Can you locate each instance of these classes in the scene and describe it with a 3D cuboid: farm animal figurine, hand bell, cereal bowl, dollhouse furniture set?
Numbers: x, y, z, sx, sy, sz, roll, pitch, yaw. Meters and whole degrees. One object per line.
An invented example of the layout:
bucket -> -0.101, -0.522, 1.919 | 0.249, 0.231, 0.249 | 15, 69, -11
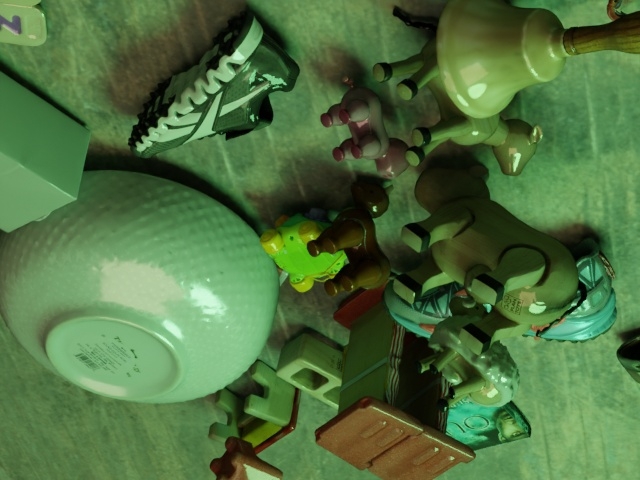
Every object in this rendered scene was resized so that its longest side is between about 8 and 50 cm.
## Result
farm animal figurine -> 0.147, -0.031, 1.713 | 0.327, 0.172, 0.330 | 50, 143, 19
hand bell -> 0.236, -0.179, 1.505 | 0.242, 0.126, 0.126 | -1, 143, 43
cereal bowl -> -0.219, 0.082, 1.927 | 0.339, 0.141, 0.339 | 6, 141, 5
dollhouse furniture set -> 0.018, 0.221, 2.027 | 0.152, 0.201, 0.374 | 31, 136, -22

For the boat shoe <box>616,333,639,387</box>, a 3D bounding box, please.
boat shoe -> 0.433, 0.116, 1.899 | 0.073, 0.080, 0.223 | 32, 141, -30

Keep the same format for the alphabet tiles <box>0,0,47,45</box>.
alphabet tiles -> -0.411, -0.277, 1.677 | 0.278, 0.021, 0.284 | 7, 141, 1

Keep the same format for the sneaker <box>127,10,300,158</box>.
sneaker -> -0.107, -0.136, 1.729 | 0.106, 0.078, 0.234 | 34, 133, -22

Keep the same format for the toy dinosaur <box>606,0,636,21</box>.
toy dinosaur -> 0.308, -0.209, 1.555 | 0.082, 0.090, 0.047 | -13, 133, -24

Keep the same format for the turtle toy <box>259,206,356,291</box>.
turtle toy -> 0.000, 0.000, 1.873 | 0.130, 0.066, 0.095 | -13, 135, 26

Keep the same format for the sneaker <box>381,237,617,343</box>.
sneaker -> 0.196, 0.038, 1.872 | 0.261, 0.104, 0.125 | -2, 122, 9

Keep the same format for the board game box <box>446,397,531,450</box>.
board game box -> 0.158, 0.228, 2.139 | 0.186, 0.026, 0.126 | -18, 132, 31

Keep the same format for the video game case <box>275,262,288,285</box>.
video game case -> -0.202, 0.034, 1.995 | 0.285, 0.025, 0.204 | 22, 140, -13

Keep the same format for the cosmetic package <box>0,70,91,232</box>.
cosmetic package -> -0.373, -0.116, 1.777 | 0.127, 0.107, 0.238 | -20, 141, 36
